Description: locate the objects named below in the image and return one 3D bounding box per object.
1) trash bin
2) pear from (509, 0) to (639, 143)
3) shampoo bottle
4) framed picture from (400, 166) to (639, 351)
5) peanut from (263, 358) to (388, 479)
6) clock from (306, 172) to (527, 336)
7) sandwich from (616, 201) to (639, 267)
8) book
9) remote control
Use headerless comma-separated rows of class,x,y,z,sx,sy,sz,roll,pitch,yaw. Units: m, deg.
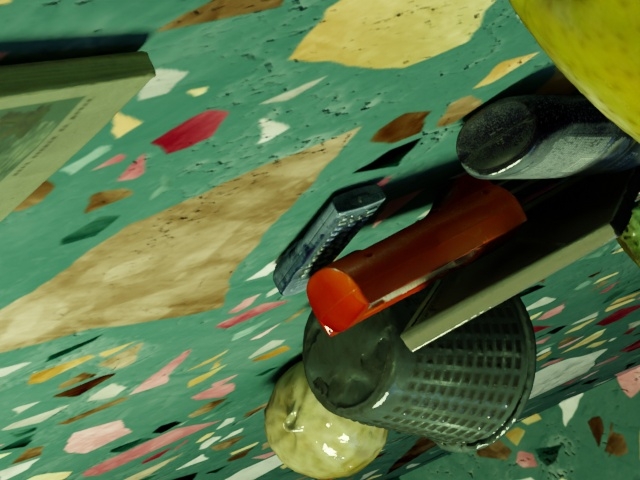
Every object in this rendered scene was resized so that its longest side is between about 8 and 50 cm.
trash bin,0.078,0.102,1.605,0.161,0.175,0.175,5,149,-45
pear,0.287,-0.132,0.794,0.386,0.191,0.340,-12,142,-19
shampoo bottle,0.188,-0.076,1.332,0.087,0.049,0.233,-31,165,33
framed picture,0.174,-0.004,1.452,0.192,0.018,0.265,-31,-174,23
peanut,0.006,0.185,1.861,0.129,0.129,0.224,-23,166,-6
clock,0.067,0.011,1.383,0.155,0.061,0.113,-29,174,-21
sandwich,0.398,-0.016,1.834,0.160,0.109,0.185,-49,158,14
book,-0.238,-0.024,0.868,0.282,0.025,0.215,-14,164,-42
remote control,0.001,0.001,1.364,0.043,0.027,0.152,-12,161,-28
